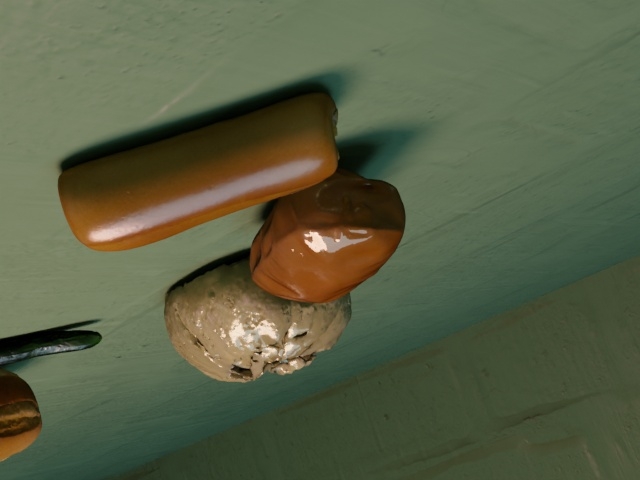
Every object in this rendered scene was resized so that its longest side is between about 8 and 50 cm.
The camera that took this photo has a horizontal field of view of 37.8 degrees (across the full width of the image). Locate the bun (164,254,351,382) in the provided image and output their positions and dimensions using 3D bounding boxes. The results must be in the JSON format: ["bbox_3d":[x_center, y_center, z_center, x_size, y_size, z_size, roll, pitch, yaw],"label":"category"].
[{"bbox_3d":[-0.077,0.111,1.264,0.259,0.152,0.259,-20,165,-6],"label":"bun"}]

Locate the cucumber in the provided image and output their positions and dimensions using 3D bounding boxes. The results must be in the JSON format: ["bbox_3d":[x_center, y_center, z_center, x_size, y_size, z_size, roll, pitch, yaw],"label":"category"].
[{"bbox_3d":[-0.376,0.138,1.214,0.184,0.033,0.036,-9,-176,-29],"label":"cucumber"}]

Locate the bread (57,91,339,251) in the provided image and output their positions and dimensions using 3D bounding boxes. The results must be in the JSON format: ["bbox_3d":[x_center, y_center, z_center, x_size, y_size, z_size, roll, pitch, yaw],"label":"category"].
[{"bbox_3d":[-0.092,-0.054,0.773,0.239,0.074,0.092,-19,161,-3],"label":"bread"}]

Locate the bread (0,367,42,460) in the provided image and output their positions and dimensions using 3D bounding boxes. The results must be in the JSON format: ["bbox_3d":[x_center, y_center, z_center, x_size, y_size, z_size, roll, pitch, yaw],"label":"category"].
[{"bbox_3d":[-0.477,0.236,1.229,0.106,0.140,0.236,-30,164,29],"label":"bread"}]

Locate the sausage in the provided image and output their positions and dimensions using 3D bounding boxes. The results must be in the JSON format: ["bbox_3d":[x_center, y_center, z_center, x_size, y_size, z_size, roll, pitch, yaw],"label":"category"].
[{"bbox_3d":[0.000,-0.001,0.999,0.136,0.120,0.241,0,162,-14],"label":"sausage"}]
